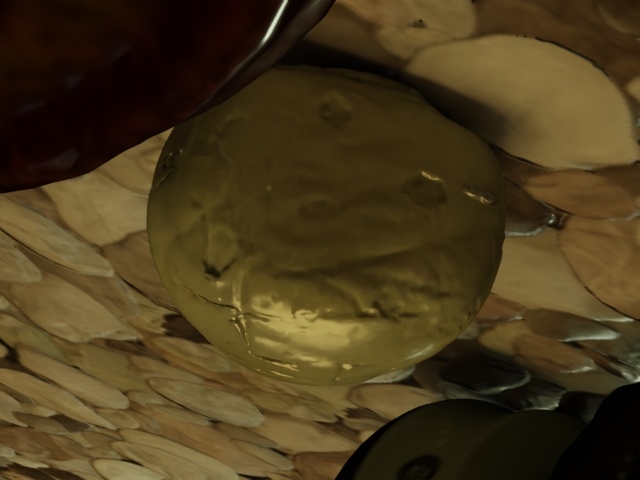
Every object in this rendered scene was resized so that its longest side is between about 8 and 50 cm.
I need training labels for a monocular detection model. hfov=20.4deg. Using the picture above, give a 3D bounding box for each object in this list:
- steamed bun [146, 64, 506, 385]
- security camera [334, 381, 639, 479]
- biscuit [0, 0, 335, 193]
[{"bbox_3d":[0.000,0.000,0.659,0.130,0.112,0.091,12,156,-1],"label":"steamed bun"},{"bbox_3d":[0.144,0.155,0.816,0.277,0.197,0.191,-17,130,45],"label":"security camera"},{"bbox_3d":[-0.167,-0.153,0.377,0.407,0.091,0.407,14,146,10],"label":"biscuit"}]
